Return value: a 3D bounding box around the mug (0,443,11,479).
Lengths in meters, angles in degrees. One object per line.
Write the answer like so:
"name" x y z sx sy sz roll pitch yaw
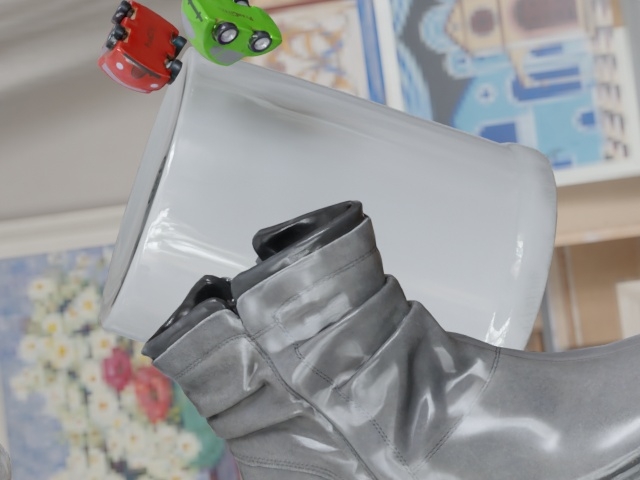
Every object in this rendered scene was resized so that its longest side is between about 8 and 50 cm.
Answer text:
"mug" -0.478 0.220 1.403 0.276 0.328 0.374 -67 21 14

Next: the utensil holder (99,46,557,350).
"utensil holder" 0.000 0.000 1.534 0.327 0.385 0.328 -162 90 -79

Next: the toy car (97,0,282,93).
"toy car" -0.129 -0.189 1.264 0.225 0.053 0.239 8 -139 -45

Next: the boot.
"boot" 0.068 0.069 0.887 0.223 0.338 0.118 60 -165 -9
